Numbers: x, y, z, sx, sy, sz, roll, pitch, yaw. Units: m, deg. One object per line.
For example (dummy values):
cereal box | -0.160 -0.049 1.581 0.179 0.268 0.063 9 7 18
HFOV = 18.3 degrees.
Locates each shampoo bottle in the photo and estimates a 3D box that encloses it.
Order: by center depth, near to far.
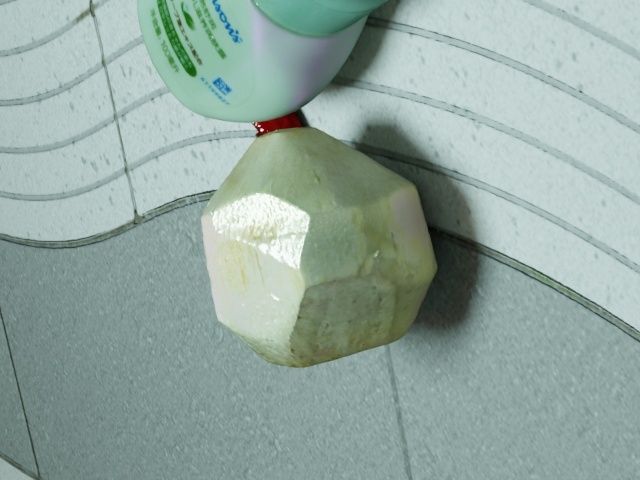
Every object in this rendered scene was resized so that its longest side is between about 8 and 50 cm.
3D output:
shampoo bottle | -0.036 -0.241 1.838 0.349 0.151 0.222 -25 85 59

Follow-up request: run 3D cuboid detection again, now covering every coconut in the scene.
coconut | 0.000 0.000 1.884 0.237 0.197 0.237 21 121 40

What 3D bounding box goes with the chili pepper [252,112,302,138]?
chili pepper | -0.060 -0.145 2.041 0.050 0.059 0.268 -34 73 20
